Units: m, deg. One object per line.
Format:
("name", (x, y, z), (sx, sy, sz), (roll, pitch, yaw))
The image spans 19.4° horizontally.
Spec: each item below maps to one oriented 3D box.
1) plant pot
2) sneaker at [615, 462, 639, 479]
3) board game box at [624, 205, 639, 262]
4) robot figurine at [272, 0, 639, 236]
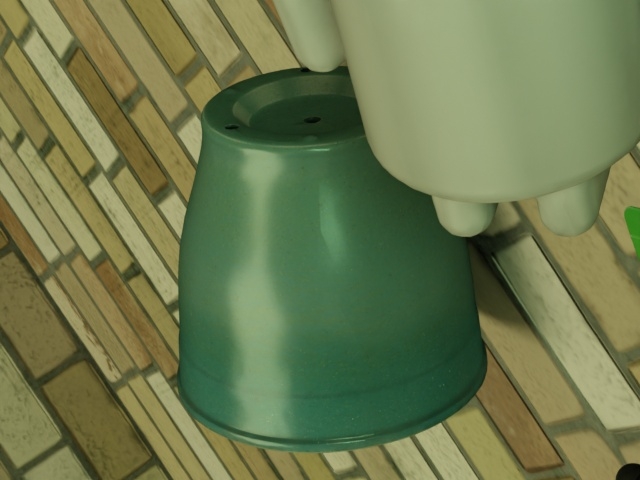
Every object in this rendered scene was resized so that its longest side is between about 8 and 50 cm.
("plant pot", (0.000, 0.000, 1.578), (0.271, 0.271, 0.255), (29, 132, 49))
("sneaker", (0.271, 0.213, 1.519), (0.097, 0.084, 0.235), (43, 155, 33))
("board game box", (0.302, 0.086, 1.338), (0.124, 0.039, 0.259), (17, 139, 56))
("robot figurine", (0.103, -0.166, 1.174), (0.300, 0.200, 0.353), (-2, 130, 18))
